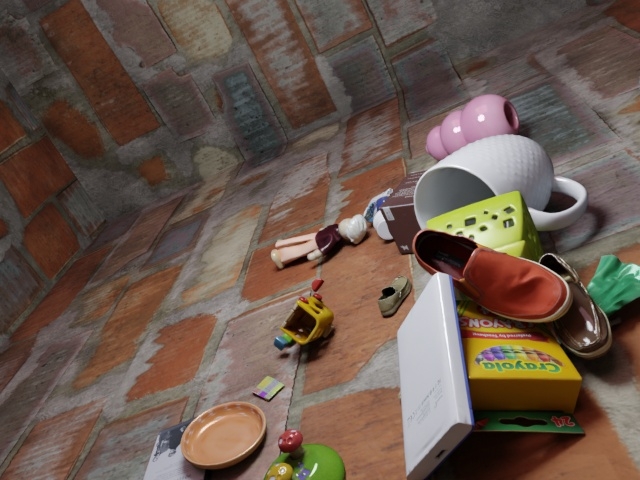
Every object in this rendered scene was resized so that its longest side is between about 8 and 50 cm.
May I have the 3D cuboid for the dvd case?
[{"bbox_3d":[-0.327,0.512,1.472,0.179,0.030,0.239,-23,24,11],"label":"dvd case"}]

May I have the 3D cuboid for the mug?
[{"bbox_3d":[0.484,-0.118,1.594,0.374,0.276,0.328,20,41,40],"label":"mug"}]

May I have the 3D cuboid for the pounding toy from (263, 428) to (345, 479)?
[{"bbox_3d":[-0.079,0.455,1.207,0.237,0.110,0.183,-29,23,-1],"label":"pounding toy"}]

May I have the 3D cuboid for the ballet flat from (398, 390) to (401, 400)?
[{"bbox_3d":[0.242,0.283,1.257,0.206,0.067,0.073,-16,28,29],"label":"ballet flat"}]

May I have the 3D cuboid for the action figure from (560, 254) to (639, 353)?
[{"bbox_3d":[0.546,0.135,1.229,0.232,0.063,0.137,-42,27,-14],"label":"action figure"}]

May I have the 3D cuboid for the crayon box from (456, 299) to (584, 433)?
[{"bbox_3d":[0.340,0.221,1.159,0.202,0.081,0.318,1,25,-4],"label":"crayon box"}]

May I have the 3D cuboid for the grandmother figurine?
[{"bbox_3d":[0.000,0.000,2.085,0.342,0.104,0.208,-21,33,24],"label":"grandmother figurine"}]

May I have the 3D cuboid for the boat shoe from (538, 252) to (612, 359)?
[{"bbox_3d":[0.467,0.115,1.190,0.095,0.095,0.257,-32,25,17],"label":"boat shoe"}]

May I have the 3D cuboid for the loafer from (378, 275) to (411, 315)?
[{"bbox_3d":[0.194,0.136,1.639,0.056,0.050,0.148,-11,29,35],"label":"loafer"}]

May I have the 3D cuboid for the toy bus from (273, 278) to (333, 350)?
[{"bbox_3d":[-0.018,0.211,1.649,0.104,0.191,0.202,36,58,17],"label":"toy bus"}]

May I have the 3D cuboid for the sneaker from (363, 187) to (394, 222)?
[{"bbox_3d":[0.190,-0.109,2.148,0.083,0.071,0.190,-16,17,41],"label":"sneaker"}]

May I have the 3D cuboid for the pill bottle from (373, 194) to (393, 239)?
[{"bbox_3d":[0.215,-0.072,1.991,0.094,0.094,0.169,-21,24,16],"label":"pill bottle"}]

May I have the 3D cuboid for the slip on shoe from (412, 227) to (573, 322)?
[{"bbox_3d":[0.316,0.062,1.205,0.331,0.101,0.123,27,89,33],"label":"slip on shoe"}]

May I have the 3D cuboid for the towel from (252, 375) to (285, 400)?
[{"bbox_3d":[-0.131,0.371,1.569,0.060,0.009,0.083,-40,26,-27],"label":"towel"}]

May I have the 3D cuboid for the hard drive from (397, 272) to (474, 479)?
[{"bbox_3d":[0.202,0.245,1.151,0.040,0.210,0.319,14,43,-10],"label":"hard drive"}]

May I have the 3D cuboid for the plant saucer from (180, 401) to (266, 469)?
[{"bbox_3d":[-0.217,0.448,1.427,0.200,0.037,0.200,-11,25,5],"label":"plant saucer"}]

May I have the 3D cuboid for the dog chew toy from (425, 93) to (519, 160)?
[{"bbox_3d":[0.511,-0.370,2.165,0.332,0.207,0.206,-19,23,41],"label":"dog chew toy"}]

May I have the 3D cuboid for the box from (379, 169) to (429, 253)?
[{"bbox_3d":[0.311,-0.089,1.822,0.167,0.168,0.203,-5,33,42],"label":"box"}]

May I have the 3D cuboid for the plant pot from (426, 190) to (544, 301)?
[{"bbox_3d":[0.377,0.060,1.382,0.227,0.228,0.207,-19,30,21],"label":"plant pot"}]
